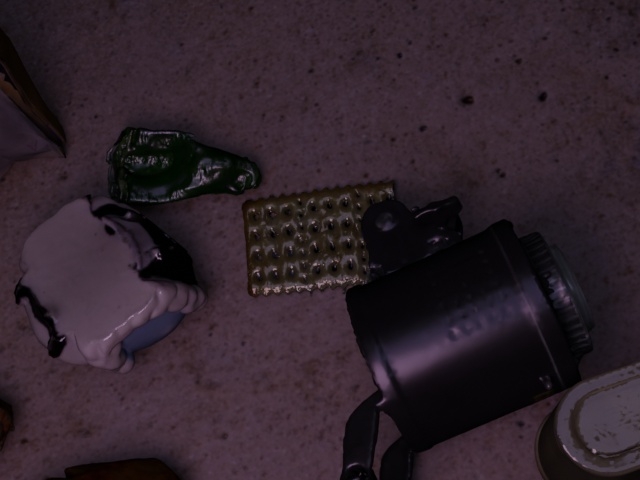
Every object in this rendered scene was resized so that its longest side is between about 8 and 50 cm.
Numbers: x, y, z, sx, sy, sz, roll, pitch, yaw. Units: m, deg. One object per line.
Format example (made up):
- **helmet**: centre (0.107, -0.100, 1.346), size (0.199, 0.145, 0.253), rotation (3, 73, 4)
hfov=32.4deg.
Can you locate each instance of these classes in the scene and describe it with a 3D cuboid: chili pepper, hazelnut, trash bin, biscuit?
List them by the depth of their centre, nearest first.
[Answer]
- **trash bin**: centre (0.352, 0.194, 1.182), size (0.243, 0.247, 0.121), rotation (-20, 70, 3)
- **hazelnut**: centre (-0.245, 0.339, 1.269), size (0.204, 0.178, 0.178), rotation (-19, 69, -30)
- **biscuit**: centre (0.000, 0.000, 1.408), size (0.203, 0.016, 0.144), rotation (-6, 73, 7)
- **chili pepper**: centre (-0.184, -0.087, 1.438), size (0.216, 0.062, 0.108), rotation (6, 81, 9)

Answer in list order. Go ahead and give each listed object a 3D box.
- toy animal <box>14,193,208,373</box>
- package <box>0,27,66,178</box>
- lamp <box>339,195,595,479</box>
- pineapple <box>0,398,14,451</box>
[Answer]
- **toy animal**: centre (-0.254, 0.065, 1.353), size (0.204, 0.156, 0.208), rotation (-43, 56, -2)
- **package**: centre (-0.431, -0.200, 1.372), size (0.165, 0.311, 0.221), rotation (-14, 71, 5)
- **lamp**: centre (0.170, 0.113, 1.237), size (0.272, 0.205, 0.374), rotation (-8, 61, 17)
- **pineapple**: centre (-0.509, 0.329, 1.324), size (0.165, 0.165, 0.364), rotation (28, 87, 15)
